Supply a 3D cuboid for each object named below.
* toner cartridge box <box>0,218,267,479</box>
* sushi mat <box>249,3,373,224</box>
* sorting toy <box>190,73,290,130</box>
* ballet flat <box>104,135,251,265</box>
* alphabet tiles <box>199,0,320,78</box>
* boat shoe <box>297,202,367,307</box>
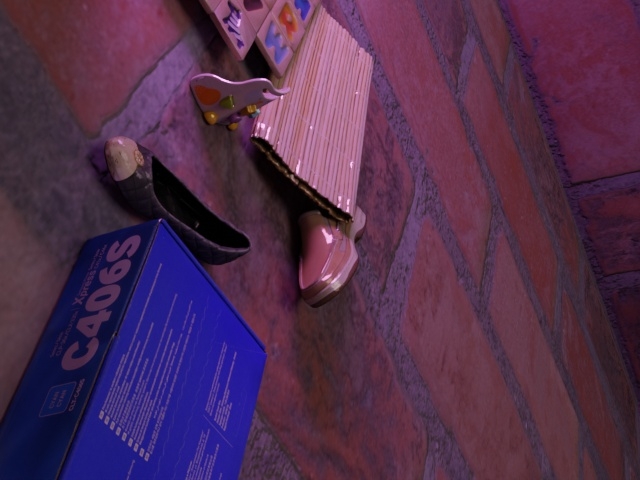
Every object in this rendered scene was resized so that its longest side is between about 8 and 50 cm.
[{"bbox_3d":[-0.135,0.166,0.589,0.165,0.075,0.348,56,32,-36],"label":"toner cartridge box"},{"bbox_3d":[0.000,-0.169,1.053,0.151,0.019,0.316,41,38,-28],"label":"sushi mat"},{"bbox_3d":[-0.071,-0.141,0.878,0.083,0.075,0.045,3,75,-64],"label":"sorting toy"},{"bbox_3d":[-0.119,-0.035,0.755,0.173,0.049,0.057,46,38,-48],"label":"ballet flat"},{"bbox_3d":[-0.085,-0.349,0.986,0.285,0.011,0.342,58,31,-30],"label":"alphabet tiles"},{"bbox_3d":[0.000,0.000,0.986,0.072,0.068,0.190,52,23,-19],"label":"boat shoe"}]
